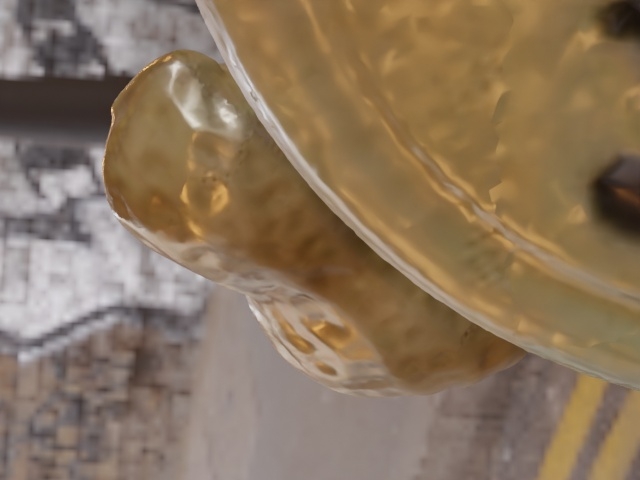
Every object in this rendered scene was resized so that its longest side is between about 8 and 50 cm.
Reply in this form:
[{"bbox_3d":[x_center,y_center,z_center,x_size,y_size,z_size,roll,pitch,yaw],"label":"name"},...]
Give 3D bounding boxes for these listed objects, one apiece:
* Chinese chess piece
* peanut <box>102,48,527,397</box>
[{"bbox_3d":[0.091,-0.087,0.352,0.101,0.250,0.250,-73,-6,-61],"label":"Chinese chess piece"},{"bbox_3d":[0.000,0.000,0.912,0.123,0.257,0.123,-31,45,36],"label":"peanut"}]
